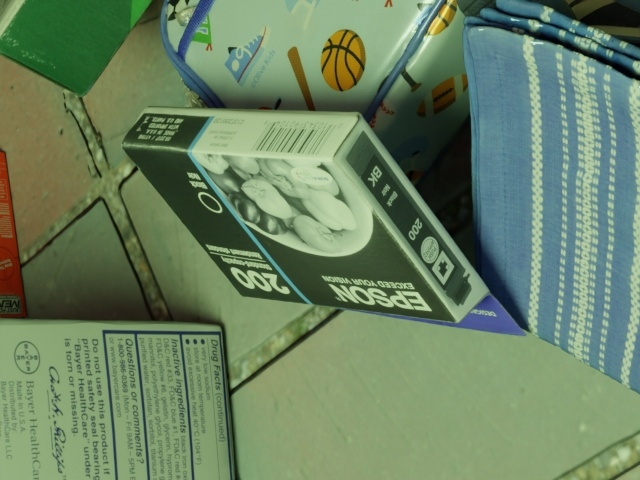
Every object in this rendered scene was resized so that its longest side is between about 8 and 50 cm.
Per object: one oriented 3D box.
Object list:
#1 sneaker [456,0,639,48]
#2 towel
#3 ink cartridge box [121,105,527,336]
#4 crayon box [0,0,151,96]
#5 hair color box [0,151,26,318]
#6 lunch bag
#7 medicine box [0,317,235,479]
[{"bbox_3d":[0.148,-0.147,1.083,0.053,0.144,0.059,162,115,-68],"label":"sneaker"},{"bbox_3d":[0.211,0.020,1.004,0.336,0.040,0.243,31,141,36],"label":"towel"},{"bbox_3d":[0.000,0.000,1.144,0.206,0.208,0.045,6,54,47],"label":"ink cartridge box"},{"bbox_3d":[-0.112,-0.282,1.263,0.323,0.083,0.203,-51,23,27],"label":"crayon box"},{"bbox_3d":[-0.289,0.002,1.489,0.072,0.043,0.141,-17,79,37],"label":"hair color box"},{"bbox_3d":[0.022,-0.182,1.196,0.303,0.115,0.243,-54,56,24],"label":"lunch bag"},{"bbox_3d":[-0.252,0.146,1.294,0.263,0.289,0.149,-12,79,39],"label":"medicine box"}]
